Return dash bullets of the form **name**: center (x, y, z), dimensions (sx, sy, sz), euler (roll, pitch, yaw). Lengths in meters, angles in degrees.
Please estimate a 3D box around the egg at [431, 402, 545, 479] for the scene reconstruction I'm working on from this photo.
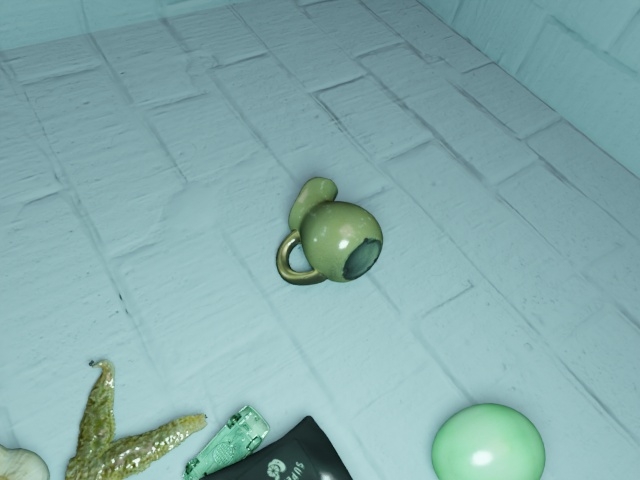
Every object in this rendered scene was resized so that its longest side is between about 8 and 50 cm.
- **egg**: center (0.401, 0.512, 1.126), dimensions (0.270, 0.220, 0.220), euler (-17, 60, -7)

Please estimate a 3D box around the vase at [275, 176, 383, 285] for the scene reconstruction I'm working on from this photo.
- **vase**: center (0.000, 0.000, 1.434), dimensions (0.329, 0.241, 0.302), euler (-43, 56, -4)

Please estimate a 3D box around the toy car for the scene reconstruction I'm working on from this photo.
- **toy car**: center (-0.219, 0.502, 1.108), dimensions (0.090, 0.076, 0.224), euler (40, 77, 20)

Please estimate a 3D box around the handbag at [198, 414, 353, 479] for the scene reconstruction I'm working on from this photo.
- **handbag**: center (-0.073, 0.557, 0.979), dimensions (0.342, 0.152, 0.288), euler (-22, 33, -29)

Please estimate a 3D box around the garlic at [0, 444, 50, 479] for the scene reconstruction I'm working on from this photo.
- **garlic**: center (-0.640, 0.543, 0.949), dimensions (0.281, 0.203, 0.185), euler (48, 25, 5)

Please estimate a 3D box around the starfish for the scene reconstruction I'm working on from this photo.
- **starfish**: center (-0.441, 0.488, 1.054), dimensions (0.324, 0.082, 0.432), euler (2, 53, 7)
